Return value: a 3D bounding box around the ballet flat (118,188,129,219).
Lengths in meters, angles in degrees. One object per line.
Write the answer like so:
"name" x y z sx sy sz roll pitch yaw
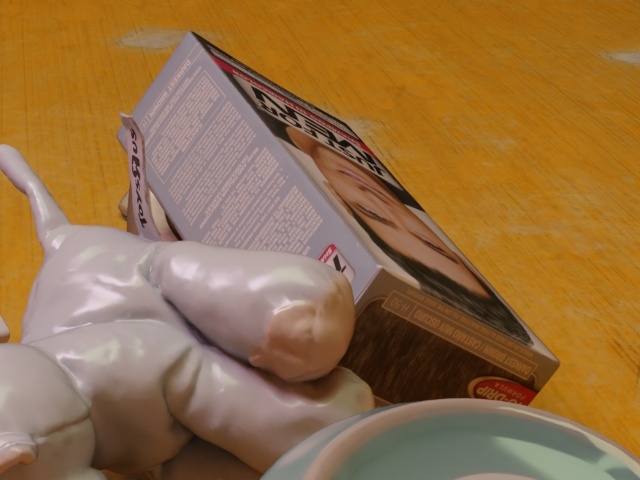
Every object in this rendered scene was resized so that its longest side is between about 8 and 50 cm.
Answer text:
"ballet flat" -0.154 -0.065 1.734 0.057 0.052 0.168 12 22 27

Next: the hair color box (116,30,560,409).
"hair color box" 0.000 0.000 1.247 0.185 0.113 0.374 27 16 -36

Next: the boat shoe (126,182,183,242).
"boat shoe" -0.107 0.008 1.442 0.096 0.116 0.324 2 22 -15

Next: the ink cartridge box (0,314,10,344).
"ink cartridge box" -0.382 0.054 1.152 0.273 0.114 0.197 -13 57 -39

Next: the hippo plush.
"hippo plush" -0.120 0.097 0.967 0.234 0.294 0.236 -11 17 35

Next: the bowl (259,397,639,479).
"bowl" 0.065 0.187 0.734 0.311 0.163 0.311 5 37 -4
